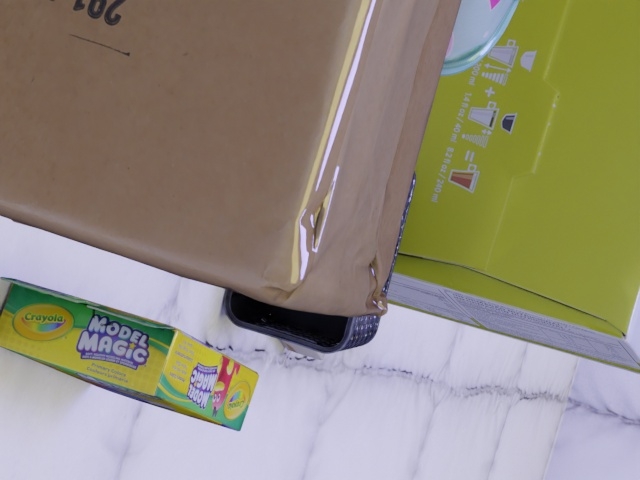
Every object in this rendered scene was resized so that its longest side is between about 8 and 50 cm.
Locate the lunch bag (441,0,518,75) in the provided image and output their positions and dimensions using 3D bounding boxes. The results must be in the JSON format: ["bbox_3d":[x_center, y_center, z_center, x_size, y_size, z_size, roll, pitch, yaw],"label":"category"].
[{"bbox_3d":[0.028,-0.238,1.276,0.108,0.279,0.224,89,23,-52],"label":"lunch bag"}]

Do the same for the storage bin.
[{"bbox_3d":[0.000,0.000,1.649,0.084,0.122,0.180,-2,108,-70],"label":"storage bin"}]

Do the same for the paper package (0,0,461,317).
[{"bbox_3d":[-0.093,-0.154,0.921,0.168,0.325,0.309,10,97,-71],"label":"paper package"}]

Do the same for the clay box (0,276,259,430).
[{"bbox_3d":[-0.138,0.081,1.307,0.222,0.127,0.053,38,69,-70],"label":"clay box"}]

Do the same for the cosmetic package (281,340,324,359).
[{"bbox_3d":[-0.017,0.068,1.786,0.115,0.041,0.060,63,46,-65],"label":"cosmetic package"}]

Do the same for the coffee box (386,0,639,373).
[{"bbox_3d":[0.217,-0.078,1.872,0.334,0.338,0.337,34,72,-70],"label":"coffee box"}]
